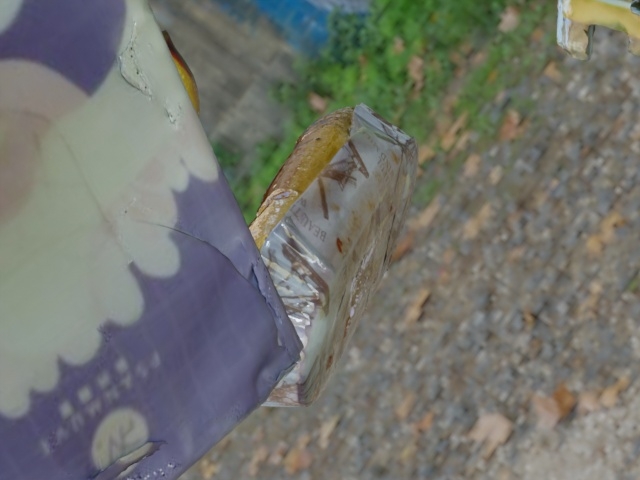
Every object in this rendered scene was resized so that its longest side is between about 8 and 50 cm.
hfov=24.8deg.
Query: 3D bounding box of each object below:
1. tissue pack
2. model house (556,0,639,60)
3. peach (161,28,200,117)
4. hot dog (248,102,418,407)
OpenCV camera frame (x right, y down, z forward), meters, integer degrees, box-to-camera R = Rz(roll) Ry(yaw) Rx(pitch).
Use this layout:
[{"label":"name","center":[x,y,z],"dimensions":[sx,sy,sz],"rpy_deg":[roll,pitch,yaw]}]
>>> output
[{"label":"tissue pack","center":[-0.172,-0.035,0.583],"dimensions":[0.125,0.344,0.242],"rpy_deg":[-4,25,48]},{"label":"model house","center":[0.276,-0.235,0.982],"dimensions":[0.224,0.198,0.215],"rpy_deg":[-49,-35,-36]},{"label":"peach","center":[-0.215,-0.095,1.280],"dimensions":[0.154,0.159,0.267],"rpy_deg":[-4,14,22]},{"label":"hot dog","center":[0.000,0.000,0.914],"dimensions":[0.268,0.075,0.144],"rpy_deg":[-52,-29,-59]}]
